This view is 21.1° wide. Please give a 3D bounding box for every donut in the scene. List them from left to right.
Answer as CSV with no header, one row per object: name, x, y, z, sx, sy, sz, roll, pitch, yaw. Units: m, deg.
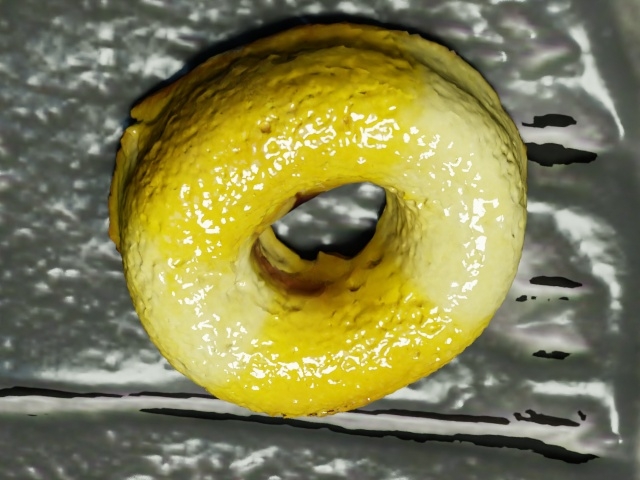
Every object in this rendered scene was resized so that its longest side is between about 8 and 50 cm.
donut,0.000,-0.001,0.738,0.190,0.074,0.174,-13,115,6
